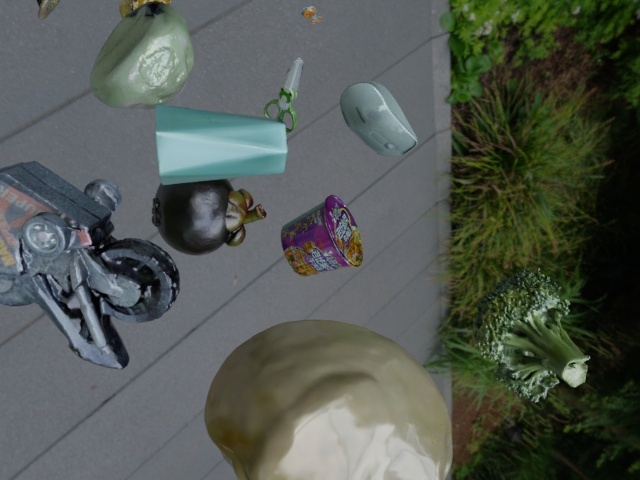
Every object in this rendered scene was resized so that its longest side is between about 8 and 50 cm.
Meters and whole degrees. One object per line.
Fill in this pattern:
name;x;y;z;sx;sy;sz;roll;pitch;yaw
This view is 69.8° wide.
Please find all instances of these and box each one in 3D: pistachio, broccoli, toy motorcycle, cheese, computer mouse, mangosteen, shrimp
pistachio;0.021;0.321;0.796;0.446;0.365;0.281;16;154;-15
broccoli;0.534;0.269;1.215;0.302;0.249;0.375;-56;143;-63
toy motorcycle;-0.296;0.005;0.466;0.307;0.108;0.173;39;111;-12
cheese;-0.028;-0.689;1.402;0.111;0.047;0.017;-14;88;-69
computer mouse;0.136;-0.282;1.108;0.231;0.128;0.079;46;53;-29
mangosteen;-0.459;-0.124;1.878;0.435;0.382;0.382;-4;123;-29
shrimp;-0.785;-0.755;1.355;0.046;0.152;0.219;30;92;-27

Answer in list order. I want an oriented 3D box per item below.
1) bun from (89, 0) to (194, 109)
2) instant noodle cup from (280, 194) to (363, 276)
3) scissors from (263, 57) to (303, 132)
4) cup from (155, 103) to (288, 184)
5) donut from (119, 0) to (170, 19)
bun;-0.413;-0.427;1.131;0.187;0.293;0.293;35;91;-43
instant noodle cup;0.000;0.000;1.508;0.190;0.251;0.251;-22;152;24
scissors;-0.084;-0.378;1.193;0.027;0.101;0.204;-50;172;-43
cup;-0.187;-0.182;0.877;0.236;0.148;0.134;-4;148;-18
donut;-0.482;-0.706;1.242;0.152;0.101;0.259;-42;152;-32
